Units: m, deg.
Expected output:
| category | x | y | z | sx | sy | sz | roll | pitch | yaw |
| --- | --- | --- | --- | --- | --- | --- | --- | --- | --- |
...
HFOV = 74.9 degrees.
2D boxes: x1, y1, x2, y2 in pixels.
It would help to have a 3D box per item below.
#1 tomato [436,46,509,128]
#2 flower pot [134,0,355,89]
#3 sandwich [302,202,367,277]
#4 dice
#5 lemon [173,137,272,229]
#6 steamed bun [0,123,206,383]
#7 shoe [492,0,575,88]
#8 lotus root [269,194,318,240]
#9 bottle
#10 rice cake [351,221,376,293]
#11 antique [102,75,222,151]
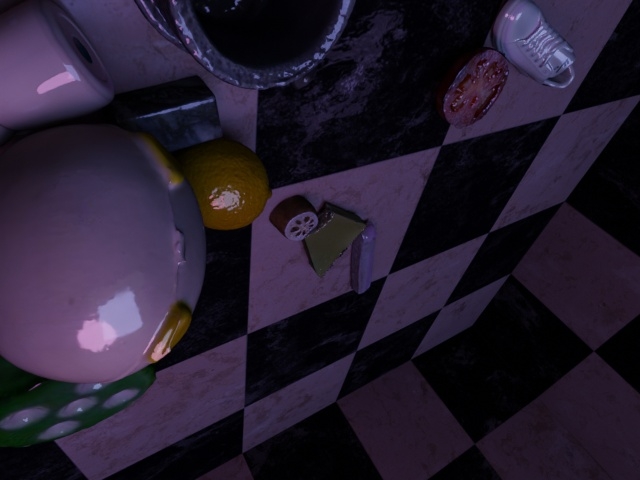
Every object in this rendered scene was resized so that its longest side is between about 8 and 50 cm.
| category | x | y | z | sx | sy | sz | roll | pitch | yaw |
| --- | --- | --- | --- | --- | --- | --- | --- | --- | --- |
| tomato | 0.400 | -0.423 | 1.140 | 0.225 | 0.085 | 0.225 | -22 | 143 | -17 |
| flower pot | -0.103 | -0.371 | 0.551 | 0.299 | 0.283 | 0.299 | -24 | 141 | -21 |
| sandwich | 0.000 | 0.000 | 1.310 | 0.212 | 0.063 | 0.245 | 18 | 118 | -48 |
| dice | -0.528 | 0.210 | 0.846 | 0.300 | 0.297 | 0.287 | -25 | 149 | -19 |
| lemon | -0.204 | -0.114 | 0.852 | 0.244 | 0.187 | 0.187 | 9 | 126 | -36 |
| steamed bun | -0.331 | 0.018 | 0.622 | 0.333 | 0.334 | 0.374 | -4 | 91 | -41 |
| shoe | 0.599 | -0.521 | 1.140 | 0.363 | 0.160 | 0.132 | 11 | 122 | -50 |
| lotus root | -0.072 | -0.061 | 1.152 | 0.122 | 0.081 | 0.112 | -44 | 139 | 10 |
| bottle | -0.428 | -0.209 | 0.571 | 0.236 | 0.148 | 0.147 | -27 | 147 | -1 |
| rice cake | 0.157 | 0.076 | 1.544 | 0.070 | 0.064 | 0.399 | -31 | 147 | -20 |
| antique | -0.281 | -0.216 | 0.743 | 0.183 | 0.088 | 0.086 | -24 | 144 | -21 |
